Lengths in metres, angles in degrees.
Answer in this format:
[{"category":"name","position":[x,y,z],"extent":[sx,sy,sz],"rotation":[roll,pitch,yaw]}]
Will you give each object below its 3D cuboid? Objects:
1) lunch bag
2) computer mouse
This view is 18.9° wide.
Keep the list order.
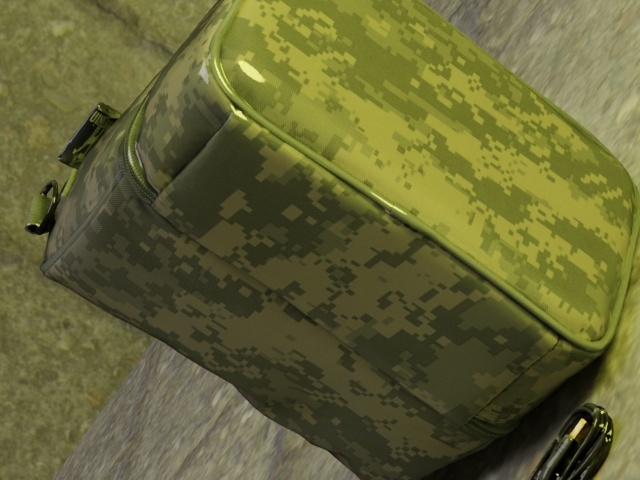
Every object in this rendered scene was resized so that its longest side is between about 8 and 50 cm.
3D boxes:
[{"category":"lunch bag","position":[0.000,0.000,1.159],"extent":[0.256,0.305,0.212],"rotation":[-47,13,36]},{"category":"computer mouse","position":[0.075,0.183,0.989],"extent":[0.242,0.041,0.071],"rotation":[-58,10,-12]}]
